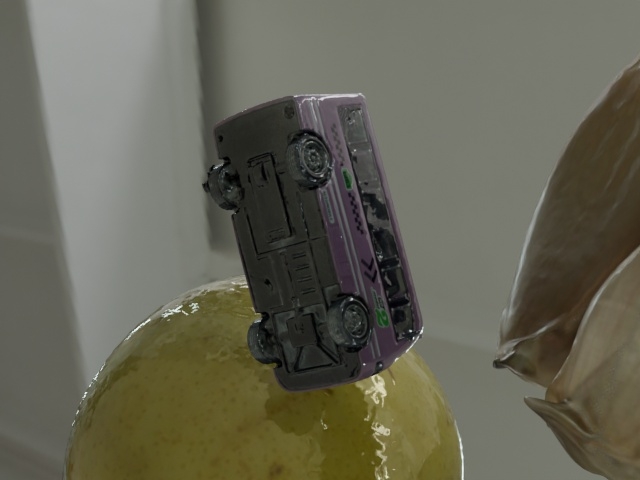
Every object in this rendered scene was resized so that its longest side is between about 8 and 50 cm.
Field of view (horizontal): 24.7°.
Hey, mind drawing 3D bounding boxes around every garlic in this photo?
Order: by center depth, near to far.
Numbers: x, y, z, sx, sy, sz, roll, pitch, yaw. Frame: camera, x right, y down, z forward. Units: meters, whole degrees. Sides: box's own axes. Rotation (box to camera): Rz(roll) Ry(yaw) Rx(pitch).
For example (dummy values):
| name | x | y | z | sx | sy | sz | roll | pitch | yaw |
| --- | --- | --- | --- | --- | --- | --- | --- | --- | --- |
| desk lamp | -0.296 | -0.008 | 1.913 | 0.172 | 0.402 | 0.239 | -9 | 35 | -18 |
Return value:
| name | x | y | z | sx | sy | sz | roll | pitch | yaw |
| --- | --- | --- | --- | --- | --- | --- | --- | --- | --- |
| garlic | 0.238 | 0.003 | 0.921 | 0.286 | 0.249 | 0.313 | 20 | -93 | 35 |

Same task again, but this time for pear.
| name | x | y | z | sx | sy | sz | roll | pitch | yaw |
| --- | --- | --- | --- | --- | --- | --- | --- | --- | --- |
| pear | -0.046 | 0.197 | 1.225 | 0.348 | 0.348 | 0.348 | 23 | -60 | 47 |

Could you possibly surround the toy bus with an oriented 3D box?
| name | x | y | z | sx | sy | sz | roll | pitch | yaw |
| --- | --- | --- | --- | --- | --- | --- | --- | --- | --- |
| toy bus | 0.000 | 0.000 | 1.021 | 0.096 | 0.108 | 0.199 | -15 | -91 | 42 |
